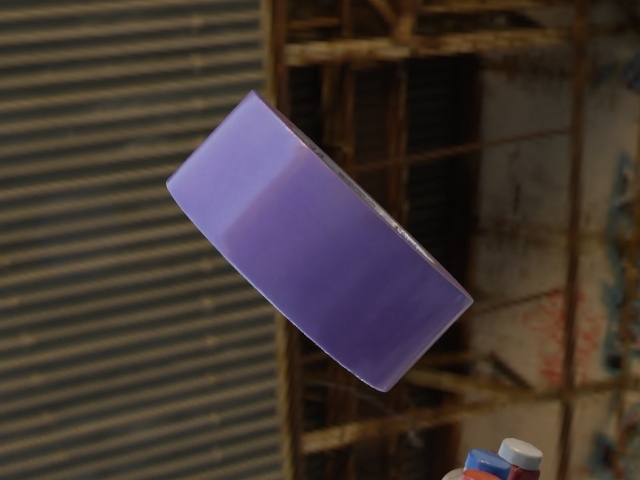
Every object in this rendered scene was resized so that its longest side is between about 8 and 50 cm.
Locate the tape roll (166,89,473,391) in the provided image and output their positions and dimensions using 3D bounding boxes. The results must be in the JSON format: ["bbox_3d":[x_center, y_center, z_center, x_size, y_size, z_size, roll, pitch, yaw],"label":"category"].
[{"bbox_3d":[0.000,0.000,1.029,0.080,0.189,0.189,-47,-42,3],"label":"tape roll"}]

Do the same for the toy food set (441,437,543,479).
[{"bbox_3d":[0.131,0.173,0.921,0.232,0.111,0.104,12,-76,-32],"label":"toy food set"}]
